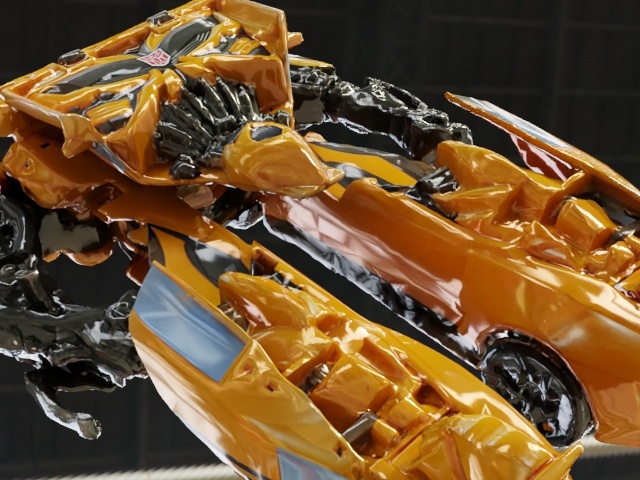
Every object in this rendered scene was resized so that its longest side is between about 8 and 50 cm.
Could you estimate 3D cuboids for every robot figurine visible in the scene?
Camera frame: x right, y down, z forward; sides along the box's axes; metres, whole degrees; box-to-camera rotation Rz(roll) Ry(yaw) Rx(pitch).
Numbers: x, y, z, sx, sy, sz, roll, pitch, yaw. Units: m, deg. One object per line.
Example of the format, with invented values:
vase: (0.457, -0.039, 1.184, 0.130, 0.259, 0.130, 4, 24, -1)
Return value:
robot figurine: (0.000, 0.000, 0.476, 0.211, 0.291, 0.085, -32, -41, -33)
